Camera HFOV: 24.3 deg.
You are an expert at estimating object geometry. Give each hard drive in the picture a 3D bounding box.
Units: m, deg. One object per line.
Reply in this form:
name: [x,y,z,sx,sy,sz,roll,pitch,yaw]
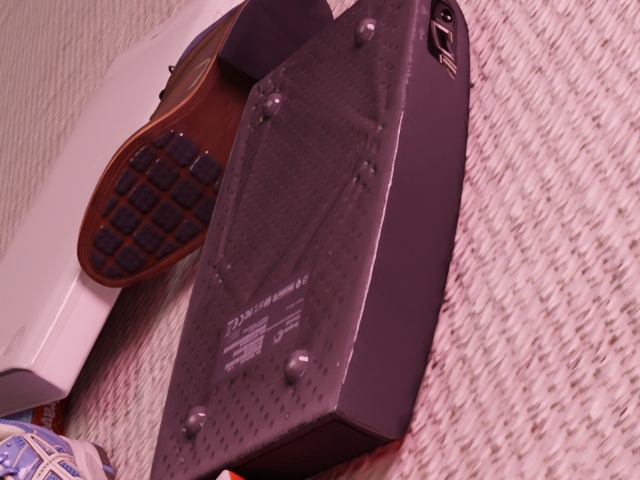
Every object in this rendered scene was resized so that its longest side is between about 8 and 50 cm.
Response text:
hard drive: [-0.157,-0.024,1.028,0.203,0.040,0.307,-21,39,56]
hard drive: [0.000,0.000,0.708,0.172,0.054,0.254,-33,36,47]

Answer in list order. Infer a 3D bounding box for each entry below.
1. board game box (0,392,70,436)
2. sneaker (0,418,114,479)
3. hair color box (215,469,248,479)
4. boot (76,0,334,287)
board game box: [-0.220,0.213,0.950,0.145,0.027,0.281,-42,30,33]
sneaker: [-0.152,0.158,0.807,0.080,0.081,0.211,-59,25,1]
hair color box: [-0.033,0.180,0.581,0.093,0.053,0.167,-52,24,18]
boot: [-0.069,-0.069,0.914,0.219,0.082,0.106,-50,13,10]
